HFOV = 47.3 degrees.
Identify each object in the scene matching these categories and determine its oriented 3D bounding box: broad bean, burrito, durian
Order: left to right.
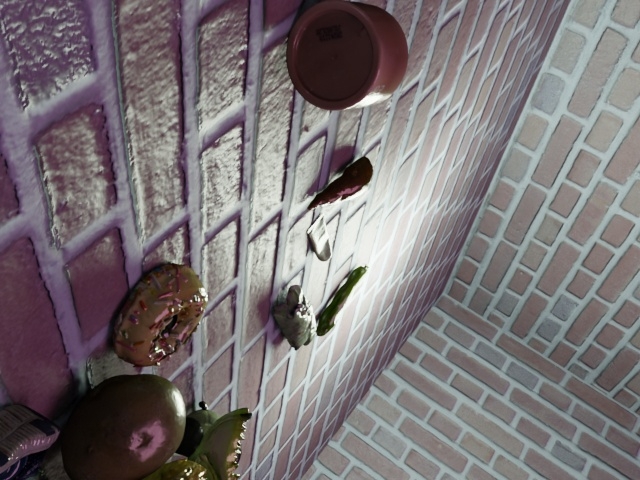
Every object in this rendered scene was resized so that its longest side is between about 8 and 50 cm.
[{"bbox_3d":[-0.229,0.487,1.393,0.132,0.106,0.375,26,99,-31],"label":"durian"},{"bbox_3d":[-0.053,0.191,1.734,0.096,0.066,0.309,-47,161,-16],"label":"burrito"},{"bbox_3d":[0.060,0.163,2.031,0.255,0.046,0.065,-54,162,-14],"label":"broad bean"}]

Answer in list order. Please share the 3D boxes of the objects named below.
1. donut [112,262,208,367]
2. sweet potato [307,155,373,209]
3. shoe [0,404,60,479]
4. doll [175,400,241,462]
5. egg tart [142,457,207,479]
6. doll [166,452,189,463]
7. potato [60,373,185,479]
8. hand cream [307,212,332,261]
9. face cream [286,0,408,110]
[{"bbox_3d":[-0.233,0.116,1.090,0.175,0.068,0.175,-51,163,-22],"label":"donut"},{"bbox_3d":[0.055,-0.110,1.503,0.226,0.068,0.068,-43,158,-39],"label":"sweet potato"},{"bbox_3d":[-0.396,0.266,0.856,0.106,0.091,0.207,-65,166,5],"label":"shoe"},{"bbox_3d":[-0.256,0.458,1.504,0.135,0.143,0.234,-130,-125,-65],"label":"doll"},{"bbox_3d":[-0.311,0.436,1.117,0.314,0.120,0.315,-18,177,-1],"label":"egg tart"},{"bbox_3d":[-0.338,0.458,1.346,0.110,0.106,0.181,32,84,-52],"label":"doll"},{"bbox_3d":[-0.293,0.288,1.088,0.177,0.160,0.235,0,149,-22],"label":"potato"},{"bbox_3d":[0.000,0.000,1.615,0.057,0.037,0.165,-51,155,-19],"label":"hand cream"},{"bbox_3d":[0.039,-0.261,1.036,0.104,0.149,0.149,-25,144,-59],"label":"face cream"}]
